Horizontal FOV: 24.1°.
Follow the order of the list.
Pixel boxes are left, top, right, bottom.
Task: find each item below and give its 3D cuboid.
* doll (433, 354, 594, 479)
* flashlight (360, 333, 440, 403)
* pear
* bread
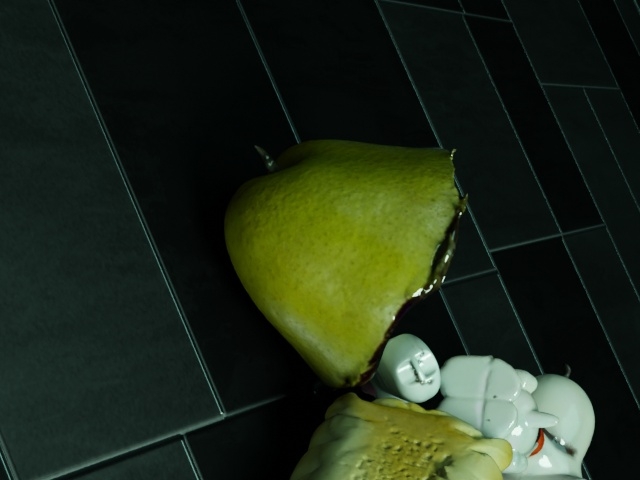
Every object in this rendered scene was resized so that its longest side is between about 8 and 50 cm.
[{"bbox_3d":[0.181,0.217,1.442,0.271,0.144,0.208,13,81,-62],"label":"doll"},{"bbox_3d":[0.066,0.120,1.386,0.093,0.047,0.200,63,-10,-1],"label":"flashlight"},{"bbox_3d":[0.000,0.000,1.349,0.178,0.267,0.267,24,36,-9],"label":"pear"},{"bbox_3d":[0.043,0.247,1.205,0.311,0.173,0.121,-57,162,-56],"label":"bread"}]
